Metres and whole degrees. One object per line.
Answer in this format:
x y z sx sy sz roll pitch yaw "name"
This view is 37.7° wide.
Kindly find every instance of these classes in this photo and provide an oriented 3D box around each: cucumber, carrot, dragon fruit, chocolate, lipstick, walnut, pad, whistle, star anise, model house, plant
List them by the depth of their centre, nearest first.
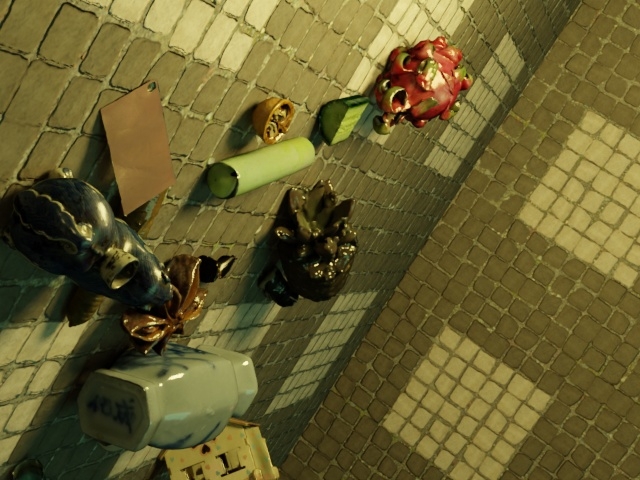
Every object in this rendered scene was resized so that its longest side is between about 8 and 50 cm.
-0.273 -0.140 1.414 0.113 0.006 0.188 -40 139 -38 "pad"
-0.334 0.014 1.538 0.342 0.070 0.070 -59 163 17 "carrot"
-0.096 -0.231 1.755 0.091 0.052 0.121 -57 166 0 "walnut"
-0.303 0.118 1.791 0.220 0.099 0.214 69 43 -65 "star anise"
-0.111 -0.146 1.839 0.304 0.076 0.076 -29 149 -56 "lipstick"
-0.572 0.531 1.880 0.062 0.062 0.312 -44 161 -34 "whistle"
-0.219 0.062 1.964 0.072 0.070 0.147 -30 168 14 "chocolate"
0.044 -0.272 2.053 0.115 0.062 0.116 -25 153 -57 "cucumber"
0.219 -0.364 2.189 0.272 0.198 0.218 -15 155 -28 "dragon fruit"
0.000 0.000 2.232 0.194 0.181 0.321 -51 162 -29 "plant"
-0.299 0.578 2.513 0.326 0.244 0.169 -23 165 9 "model house"

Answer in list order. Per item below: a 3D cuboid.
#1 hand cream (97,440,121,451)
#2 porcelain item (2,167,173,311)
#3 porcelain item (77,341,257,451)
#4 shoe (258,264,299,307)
-0.425 0.425 2.108 0.121 0.076 0.336 -49 170 -2 "hand cream"
-0.327 0.017 1.355 0.138 0.186 0.288 -51 162 -9 "porcelain item"
-0.303 0.310 1.916 0.405 0.242 0.179 2 100 -66 "porcelain item"
-0.096 0.129 2.373 0.071 0.099 0.169 -49 162 -13 "shoe"
